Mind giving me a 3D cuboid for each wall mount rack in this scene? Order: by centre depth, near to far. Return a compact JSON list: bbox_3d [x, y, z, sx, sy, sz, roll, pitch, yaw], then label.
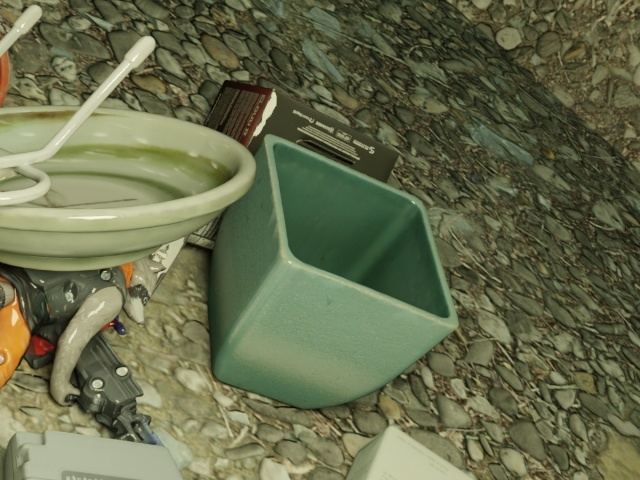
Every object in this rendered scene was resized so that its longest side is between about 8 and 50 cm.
[{"bbox_3d":[-0.351,-0.146,1.249,0.350,0.130,0.304,22,27,39],"label":"wall mount rack"}]

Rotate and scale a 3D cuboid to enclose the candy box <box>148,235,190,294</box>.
[{"bbox_3d":[-0.260,-0.032,1.546,0.196,0.070,0.165,33,71,-8],"label":"candy box"}]

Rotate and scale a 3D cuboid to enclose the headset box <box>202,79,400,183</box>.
[{"bbox_3d":[-0.033,-0.138,1.847,0.218,0.110,0.293,25,1,-21],"label":"headset box"}]

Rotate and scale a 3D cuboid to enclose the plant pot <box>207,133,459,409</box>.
[{"bbox_3d":[-0.016,0.068,1.572,0.247,0.252,0.248,22,34,-25],"label":"plant pot"}]

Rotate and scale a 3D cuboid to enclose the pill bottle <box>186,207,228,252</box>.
[{"bbox_3d":[-0.187,-0.065,1.693,0.246,0.130,0.130,19,35,-29],"label":"pill bottle"}]

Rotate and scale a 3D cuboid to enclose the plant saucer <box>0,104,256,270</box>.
[{"bbox_3d":[-0.270,-0.050,1.338,0.400,0.100,0.400,4,21,-1],"label":"plant saucer"}]

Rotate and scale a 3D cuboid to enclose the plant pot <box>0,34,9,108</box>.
[{"bbox_3d":[-0.544,-0.237,1.448,0.272,0.272,0.265,-1,39,-47],"label":"plant pot"}]

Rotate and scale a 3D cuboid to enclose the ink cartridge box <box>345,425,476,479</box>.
[{"bbox_3d":[0.126,0.443,1.418,0.308,0.091,0.385,35,47,-6],"label":"ink cartridge box"}]

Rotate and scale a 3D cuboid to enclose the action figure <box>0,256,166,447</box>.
[{"bbox_3d":[-0.286,0.096,1.335,0.341,0.178,0.330,44,40,17],"label":"action figure"}]

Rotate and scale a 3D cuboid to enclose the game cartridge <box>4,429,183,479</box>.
[{"bbox_3d":[-0.196,0.327,1.205,0.198,0.062,0.297,19,40,-36],"label":"game cartridge"}]
